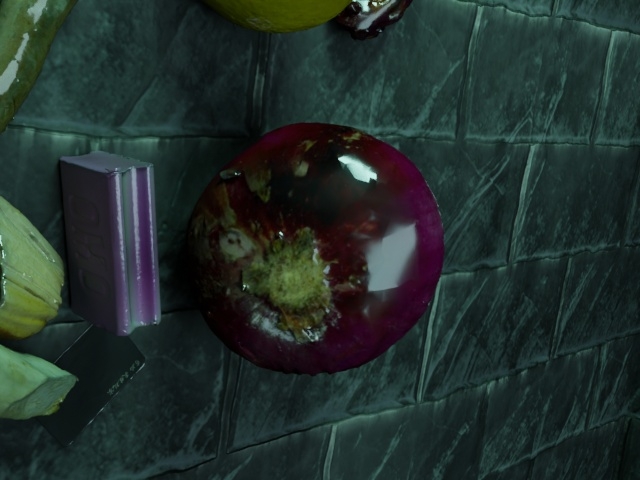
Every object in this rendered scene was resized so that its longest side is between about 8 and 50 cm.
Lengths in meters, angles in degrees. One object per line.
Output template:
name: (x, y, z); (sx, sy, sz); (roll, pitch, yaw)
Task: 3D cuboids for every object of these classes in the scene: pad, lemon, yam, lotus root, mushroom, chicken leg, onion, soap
pad: (-0.304, 0.180, 1.155); (0.157, 0.003, 0.112); (-49, 133, -24)
lemon: (-0.043, -0.372, 1.085); (0.240, 0.219, 0.240); (-22, 123, -39)
yam: (-0.338, -0.184, 0.948); (0.317, 0.067, 0.071); (-63, 162, -9)
lotus root: (-0.359, 0.046, 0.996); (0.135, 0.095, 0.159); (50, 26, -48)
mushroom: (-0.360, 0.146, 0.953); (0.087, 0.107, 0.333); (-59, 151, -6)
chicken leg: (0.147, -0.466, 1.349); (0.407, 0.096, 0.158); (-54, 139, -23)
onion: (0.000, 0.000, 1.225); (0.385, 0.347, 0.348); (-51, 148, -74)
soap: (-0.251, 0.001, 1.063); (0.065, 0.122, 0.203); (-16, 113, -43)
